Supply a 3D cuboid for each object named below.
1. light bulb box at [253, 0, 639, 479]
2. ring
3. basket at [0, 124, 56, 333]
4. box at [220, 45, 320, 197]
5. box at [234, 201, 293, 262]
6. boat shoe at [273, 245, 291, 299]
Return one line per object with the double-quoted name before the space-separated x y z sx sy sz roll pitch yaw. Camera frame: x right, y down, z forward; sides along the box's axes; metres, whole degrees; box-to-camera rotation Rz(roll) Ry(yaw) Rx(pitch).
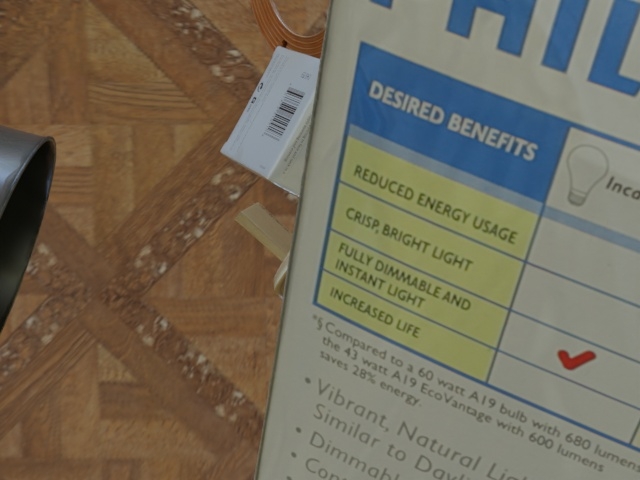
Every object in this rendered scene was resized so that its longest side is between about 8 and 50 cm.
"light bulb box" 0.183 0.038 0.467 0.357 0.225 0.361 22 127 15
"ring" -0.018 -0.433 1.733 0.032 0.336 0.337 -10 101 -34
"basket" -0.292 -0.020 0.642 0.226 0.154 0.204 22 140 -7
"box" -0.023 -0.158 1.541 0.119 0.182 0.181 28 92 -31
"box" -0.051 0.016 1.845 0.201 0.164 0.021 43 100 0
"boat shoe" 0.000 0.000 1.359 0.170 0.059 0.063 -48 129 6
